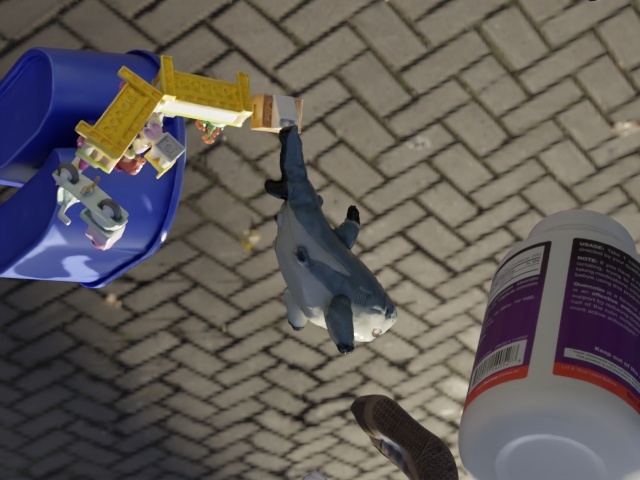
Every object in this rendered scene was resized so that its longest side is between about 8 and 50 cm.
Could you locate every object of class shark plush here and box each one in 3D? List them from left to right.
[{"bbox_3d":[0.000,0.000,0.738,0.067,0.161,0.073,-30,-167,-23],"label":"shark plush"}]

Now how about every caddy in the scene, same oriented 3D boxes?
[{"bbox_3d":[-0.268,-0.079,1.265,0.179,0.241,0.341,1,163,-35],"label":"caddy"}]

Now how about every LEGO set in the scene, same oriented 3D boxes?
[{"bbox_3d":[-0.153,-0.094,1.062,0.287,0.132,0.107,-34,175,-42],"label":"LEGO set"}]

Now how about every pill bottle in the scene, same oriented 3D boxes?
[{"bbox_3d":[0.252,0.113,1.126,0.181,0.323,0.182,10,131,12],"label":"pill bottle"}]

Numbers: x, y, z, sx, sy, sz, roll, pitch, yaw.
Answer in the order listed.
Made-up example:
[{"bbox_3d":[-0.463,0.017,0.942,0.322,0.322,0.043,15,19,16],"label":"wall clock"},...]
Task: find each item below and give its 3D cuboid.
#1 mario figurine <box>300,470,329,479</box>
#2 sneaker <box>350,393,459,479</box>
[{"bbox_3d":[-0.082,0.392,1.481,0.198,0.170,0.320,-2,176,-1],"label":"mario figurine"},{"bbox_3d":[0.114,0.273,1.485,0.188,0.066,0.071,52,157,-17],"label":"sneaker"}]
